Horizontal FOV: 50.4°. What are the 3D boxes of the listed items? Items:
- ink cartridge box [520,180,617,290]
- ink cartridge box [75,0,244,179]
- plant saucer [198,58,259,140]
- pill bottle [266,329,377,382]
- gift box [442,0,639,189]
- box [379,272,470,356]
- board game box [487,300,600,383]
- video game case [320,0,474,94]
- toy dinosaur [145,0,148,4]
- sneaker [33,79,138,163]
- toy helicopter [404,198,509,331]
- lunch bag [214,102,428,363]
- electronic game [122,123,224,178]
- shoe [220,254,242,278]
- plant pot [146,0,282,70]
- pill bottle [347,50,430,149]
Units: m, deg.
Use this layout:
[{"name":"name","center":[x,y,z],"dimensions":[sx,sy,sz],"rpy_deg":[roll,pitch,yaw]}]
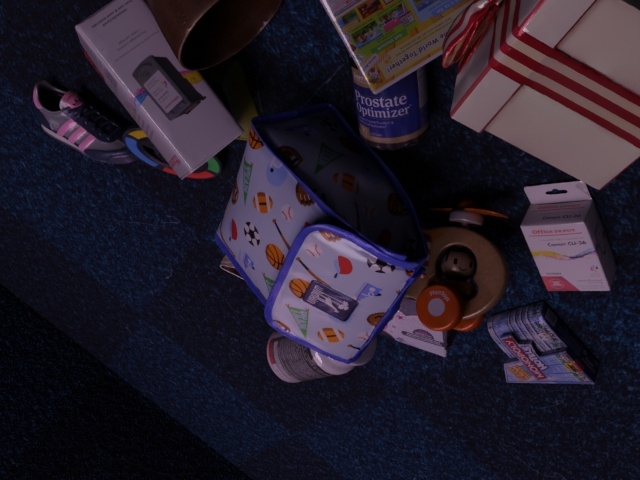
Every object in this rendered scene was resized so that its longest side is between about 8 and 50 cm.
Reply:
[{"name":"ink cartridge box","center":[0.425,-0.004,1.178],"dimensions":[0.115,0.067,0.198],"rpy_deg":[-5,127,42]},{"name":"ink cartridge box","center":[-0.297,-0.276,1.256],"dimensions":[0.306,0.131,0.226],"rpy_deg":[52,169,-12]},{"name":"plant saucer","center":[-0.223,-0.280,1.403],"dimensions":[0.188,0.045,0.188],"rpy_deg":[9,136,30]},{"name":"pill bottle","center":[0.002,0.268,1.728],"dimensions":[0.161,0.161,0.283],"rpy_deg":[48,142,-16]},{"name":"gift box","center":[0.306,-0.258,0.844],"dimensions":[0.258,0.276,0.255],"rpy_deg":[25,135,-10]},{"name":"box","center":[0.176,0.118,1.444],"dimensions":[0.247,0.142,0.163],"rpy_deg":[17,139,24]},{"name":"board game box","center":[0.443,0.232,1.428],"dimensions":[0.194,0.060,0.194],"rpy_deg":[45,142,-13]},{"name":"video game case","center":[0.123,-0.352,0.958],"dimensions":[0.227,0.026,0.206],"rpy_deg":[-30,115,8]},{"name":"toy dinosaur","center":[-0.351,-0.472,1.318],"dimensions":[0.090,0.047,0.082],"rpy_deg":[-25,107,12]},{"name":"sneaker","center":[-0.555,-0.281,1.607],"dimensions":[0.319,0.112,0.131],"rpy_deg":[21,144,17]},{"name":"toy helicopter","center":[0.199,-0.006,1.269],"dimensions":[0.355,0.140,0.235],"rpy_deg":[40,106,31]},{"name":"lunch bag","center":[0.000,0.000,1.244],"dimensions":[0.385,0.239,0.328],"rpy_deg":[51,140,21]},{"name":"electronic game","center":[-0.327,-0.196,1.512],"dimensions":[0.229,0.048,0.229],"rpy_deg":[12,161,4]},{"name":"shoe","center":[-0.160,0.097,1.754],"dimensions":[0.219,0.058,0.076],"rpy_deg":[31,143,7]},{"name":"plant pot","center":[-0.212,-0.440,1.112],"dimensions":[0.230,0.215,0.215],"rpy_deg":[52,143,4]},{"name":"pill bottle","center":[0.110,-0.266,1.091],"dimensions":[0.122,0.123,0.219],"rpy_deg":[12,136,28]}]
